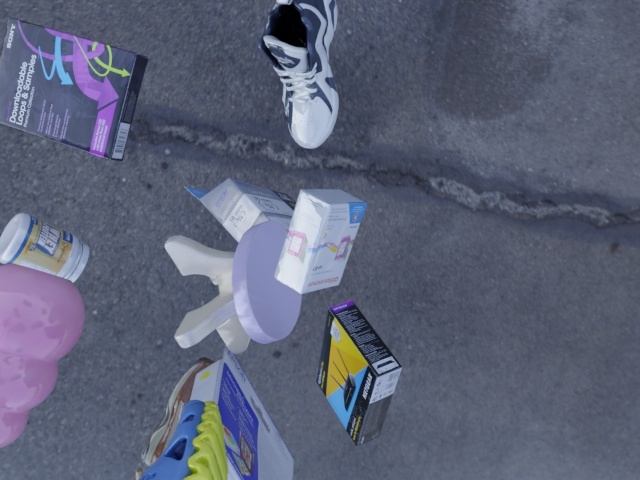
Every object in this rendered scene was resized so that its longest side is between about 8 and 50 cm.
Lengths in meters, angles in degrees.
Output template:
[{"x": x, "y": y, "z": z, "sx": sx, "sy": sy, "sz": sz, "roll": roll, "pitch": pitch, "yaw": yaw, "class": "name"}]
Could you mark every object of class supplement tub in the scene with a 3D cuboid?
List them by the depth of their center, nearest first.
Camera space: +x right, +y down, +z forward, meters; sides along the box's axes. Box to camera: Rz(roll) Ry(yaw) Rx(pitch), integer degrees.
[{"x": -0.749, "y": 0.027, "z": 1.687, "sx": 0.199, "sy": 0.144, "sz": 0.144, "roll": 30, "pitch": 115, "yaw": -37, "class": "supplement tub"}]

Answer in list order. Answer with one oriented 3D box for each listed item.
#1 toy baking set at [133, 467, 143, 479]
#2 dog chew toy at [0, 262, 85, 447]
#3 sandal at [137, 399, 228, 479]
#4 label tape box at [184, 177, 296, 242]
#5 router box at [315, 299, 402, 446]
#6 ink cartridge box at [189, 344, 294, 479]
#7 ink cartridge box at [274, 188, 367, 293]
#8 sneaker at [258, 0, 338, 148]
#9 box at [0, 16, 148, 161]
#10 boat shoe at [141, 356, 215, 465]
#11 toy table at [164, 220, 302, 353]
[{"x": -0.353, "y": 0.603, "z": 1.449, "sx": 0.196, "sy": 0.030, "sz": 0.256, "roll": 14, "pitch": 117, "yaw": 13, "class": "toy baking set"}, {"x": -0.560, "y": 0.214, "z": 1.121, "sx": 0.206, "sy": 0.206, "sz": 0.332, "roll": 19, "pitch": 78, "yaw": -12, "class": "dog chew toy"}, {"x": -0.183, "y": 0.300, "z": 0.704, "sx": 0.138, "sy": 0.317, "sz": 0.126, "roll": -3, "pitch": 115, "yaw": 4, "class": "sandal"}, {"x": -0.148, "y": -0.066, "z": 1.565, "sx": 0.106, "sy": 0.333, "sz": 0.240, "roll": -55, "pitch": 150, "yaw": 15, "class": "label tape box"}, {"x": 0.050, "y": 0.196, "z": 0.913, "sx": 0.046, "sy": 0.133, "sz": 0.179, "roll": -16, "pitch": 137, "yaw": -25, "class": "router box"}, {"x": -0.133, "y": 0.376, "z": 1.086, "sx": 0.072, "sy": 0.307, "sz": 0.304, "roll": -26, "pitch": 106, "yaw": 2, "class": "ink cartridge box"}, {"x": 0.000, "y": 0.000, "z": 0.793, "sx": 0.052, "sy": 0.088, "sz": 0.123, "roll": 30, "pitch": 111, "yaw": 30, "class": "ink cartridge box"}, {"x": -0.037, "y": -0.244, "z": 0.901, "sx": 0.094, "sy": 0.153, "sz": 0.235, "roll": 16, "pitch": 112, "yaw": 20, "class": "sneaker"}, {"x": -0.276, "y": -0.164, "z": 0.674, "sx": 0.162, "sy": 0.029, "sz": 0.116, "roll": 18, "pitch": 98, "yaw": 13, "class": "box"}, {"x": -0.352, "y": 0.472, "z": 1.667, "sx": 0.119, "sy": 0.122, "sz": 0.324, "roll": 28, "pitch": 92, "yaw": 12, "class": "boat shoe"}, {"x": -0.145, "y": 0.082, "z": 1.090, "sx": 0.160, "sy": 0.274, "sz": 0.252, "roll": -18, "pitch": 103, "yaw": 19, "class": "toy table"}]
